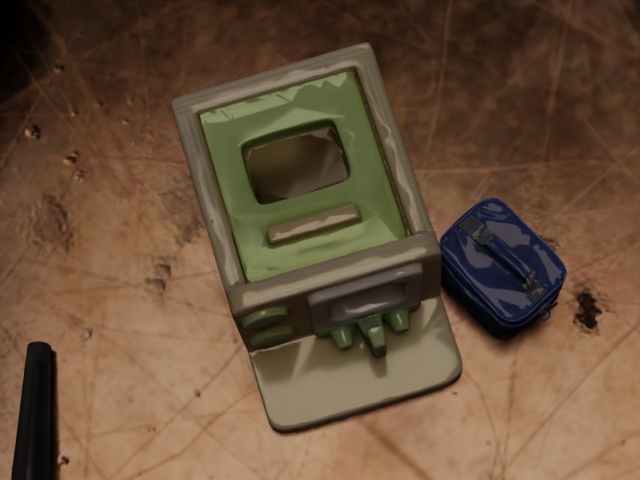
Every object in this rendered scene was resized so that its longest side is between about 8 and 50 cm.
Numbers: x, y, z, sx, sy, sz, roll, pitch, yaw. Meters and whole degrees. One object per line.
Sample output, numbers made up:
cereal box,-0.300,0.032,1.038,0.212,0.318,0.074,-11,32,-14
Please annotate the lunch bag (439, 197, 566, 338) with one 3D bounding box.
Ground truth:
lunch bag,0.133,0.023,1.126,0.067,0.065,0.098,-42,74,-10

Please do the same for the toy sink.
toy sink,0.000,0.000,1.106,0.153,0.131,0.234,-16,73,-1

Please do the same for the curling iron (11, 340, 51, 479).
curling iron,-0.196,0.205,1.104,0.068,0.035,0.274,-1,66,-19
